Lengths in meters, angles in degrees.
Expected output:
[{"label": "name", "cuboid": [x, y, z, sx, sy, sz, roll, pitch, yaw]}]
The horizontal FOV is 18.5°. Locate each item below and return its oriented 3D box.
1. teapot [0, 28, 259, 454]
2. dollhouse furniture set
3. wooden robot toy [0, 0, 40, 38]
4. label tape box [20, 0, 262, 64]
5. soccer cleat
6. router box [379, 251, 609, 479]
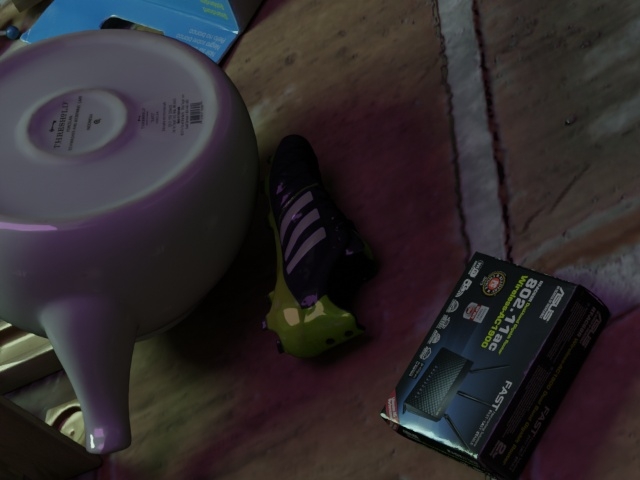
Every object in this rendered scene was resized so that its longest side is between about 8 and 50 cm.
[{"label": "teapot", "cuboid": [-0.154, -0.018, 1.394, 0.252, 0.187, 0.256, 30, 57, 34]}, {"label": "dollhouse furniture set", "cuboid": [-0.245, 0.093, 1.433, 0.144, 0.123, 0.151, -23, 46, 31]}, {"label": "wooden robot toy", "cuboid": [-0.332, -0.199, 1.803, 0.173, 0.076, 0.079, -42, 28, 12]}, {"label": "label tape box", "cuboid": [-0.115, -0.307, 1.619, 0.249, 0.115, 0.348, 22, 75, 46]}, {"label": "soccer cleat", "cuboid": [0.000, 0.000, 1.322, 0.072, 0.060, 0.179, -15, 51, 18]}, {"label": "router box", "cuboid": [0.102, 0.074, 1.166, 0.092, 0.038, 0.122, 19, 75, 50]}]
